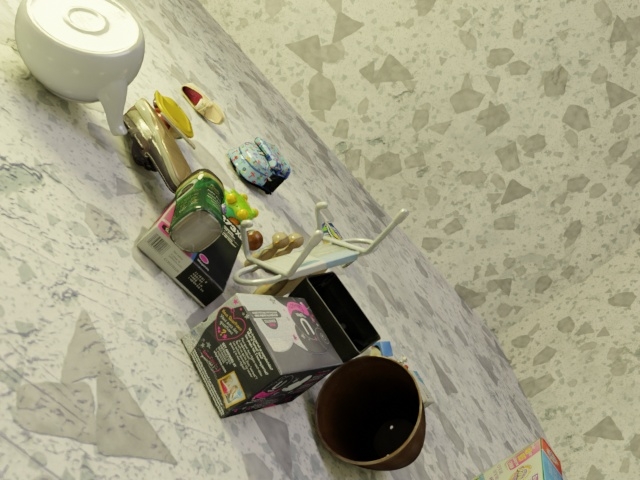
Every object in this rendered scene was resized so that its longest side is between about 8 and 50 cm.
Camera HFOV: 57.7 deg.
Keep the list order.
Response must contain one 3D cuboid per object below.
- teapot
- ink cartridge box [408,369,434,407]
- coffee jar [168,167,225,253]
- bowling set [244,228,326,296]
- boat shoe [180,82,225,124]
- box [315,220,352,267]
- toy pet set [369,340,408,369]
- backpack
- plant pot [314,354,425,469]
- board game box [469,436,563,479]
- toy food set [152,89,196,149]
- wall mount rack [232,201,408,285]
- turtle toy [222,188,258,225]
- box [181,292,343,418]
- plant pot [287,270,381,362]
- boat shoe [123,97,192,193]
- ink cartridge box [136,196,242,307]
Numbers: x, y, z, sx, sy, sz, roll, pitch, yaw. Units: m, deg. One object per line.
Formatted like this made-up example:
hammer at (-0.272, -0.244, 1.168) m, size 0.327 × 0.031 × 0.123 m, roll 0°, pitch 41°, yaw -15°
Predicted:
teapot at (-0.486, -0.369, 1.162) m, size 0.252 × 0.187 × 0.256 m, roll 14°, pitch 49°, yaw -21°
ink cartridge box at (0.243, 0.422, 1.635) m, size 0.181 × 0.061 × 0.104 m, roll 27°, pitch 28°, yaw -57°
coffee jar at (-0.230, -0.062, 1.100) m, size 0.079 × 0.096 × 0.184 m, roll 45°, pitch 17°, yaw -30°
bowling set at (-0.095, 0.029, 1.397) m, size 0.200 × 0.154 × 0.287 m, roll 54°, pitch 15°, yaw 7°
boat shoe at (-0.374, -0.426, 1.823) m, size 0.170 × 0.063 × 0.059 m, roll 42°, pitch 18°, yaw 2°
box at (0.056, 0.014, 2.044) m, size 0.169 × 0.054 × 0.059 m, roll 55°, pitch 16°, yaw 10°
toy pet set at (0.192, 0.312, 1.675) m, size 0.114 × 0.065 × 0.122 m, roll 7°, pitch 20°, yaw -42°
backpack at (-0.196, -0.242, 1.799) m, size 0.173 × 0.117 × 0.158 m, roll 20°, pitch 34°, yaw -57°
plant pot at (0.129, 0.383, 1.198) m, size 0.230 × 0.215 × 0.215 m, roll 58°, pitch 6°, yaw -48°
board game box at (0.326, 0.532, 1.149) m, size 0.064 × 0.316 × 0.242 m, roll 55°, pitch 16°, yaw 12°
toy food set at (-0.386, -0.292, 1.455) m, size 0.128 × 0.071 × 0.218 m, roll 46°, pitch 12°, yaw -35°
wall mount rack at (0.000, 0.000, 1.178) m, size 0.304 × 0.350 × 0.130 m, roll 15°, pitch -64°, yaw 53°
turtle toy at (-0.220, -0.086, 1.466) m, size 0.130 × 0.066 × 0.095 m, roll 53°, pitch 16°, yaw 7°
box at (-0.095, 0.197, 1.041) m, size 0.163 × 0.142 × 0.247 m, roll 58°, pitch 16°, yaw 21°
plant pot at (-0.008, 0.193, 1.249) m, size 0.188 × 0.167 × 0.187 m, roll 55°, pitch 15°, yaw 10°
boat shoe at (-0.362, -0.194, 1.263) m, size 0.285 × 0.092 × 0.103 m, roll 57°, pitch 3°, yaw 29°
ink cartridge box at (-0.253, -0.016, 1.233) m, size 0.176 × 0.069 × 0.371 m, roll 46°, pitch 14°, yaw -16°
